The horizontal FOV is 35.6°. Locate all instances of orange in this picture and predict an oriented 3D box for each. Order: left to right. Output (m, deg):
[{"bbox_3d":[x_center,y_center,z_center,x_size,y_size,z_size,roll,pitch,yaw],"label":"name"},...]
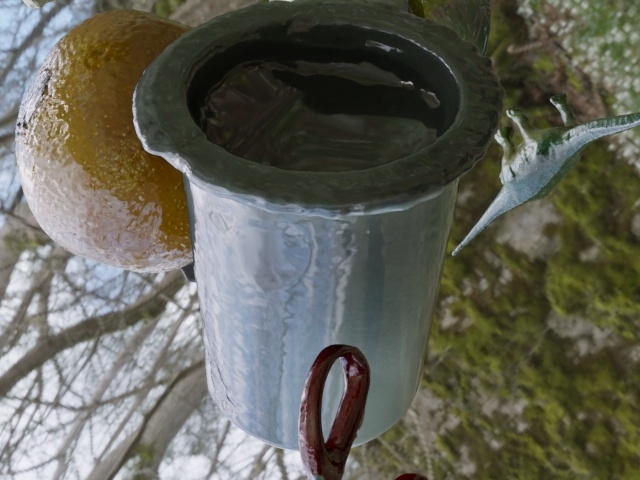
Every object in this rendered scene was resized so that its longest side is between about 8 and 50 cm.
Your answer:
[{"bbox_3d":[-0.163,-0.087,0.898,0.236,0.236,0.236,22,-143,-18],"label":"orange"}]

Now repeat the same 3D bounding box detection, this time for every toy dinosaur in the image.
[{"bbox_3d":[0.330,-0.087,1.406,0.087,0.447,0.301,14,-149,-20],"label":"toy dinosaur"}]

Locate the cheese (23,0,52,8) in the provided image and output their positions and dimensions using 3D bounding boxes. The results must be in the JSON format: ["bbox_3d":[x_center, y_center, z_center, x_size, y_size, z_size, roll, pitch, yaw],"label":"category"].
[{"bbox_3d":[-0.200,-0.209,0.785,0.030,0.083,0.044,60,-167,-19],"label":"cheese"}]

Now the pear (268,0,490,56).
[{"bbox_3d":[0.056,-0.314,1.336,0.165,0.398,0.399,8,-164,40],"label":"pear"}]

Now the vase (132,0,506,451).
[{"bbox_3d":[0.000,0.000,0.745,0.245,0.291,0.245,0,-136,0],"label":"vase"}]

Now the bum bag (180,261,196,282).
[{"bbox_3d":[-0.105,-0.044,1.117,0.087,0.197,0.049,29,-179,-21],"label":"bum bag"}]

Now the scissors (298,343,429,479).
[{"bbox_3d":[-0.006,0.176,0.498,0.144,0.017,0.247,63,-143,-24],"label":"scissors"}]
